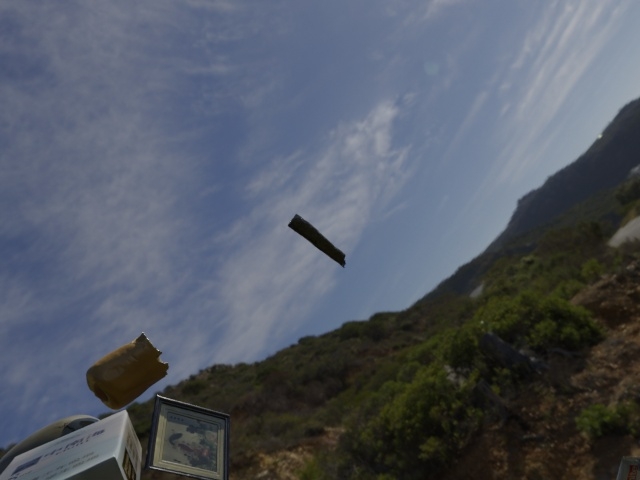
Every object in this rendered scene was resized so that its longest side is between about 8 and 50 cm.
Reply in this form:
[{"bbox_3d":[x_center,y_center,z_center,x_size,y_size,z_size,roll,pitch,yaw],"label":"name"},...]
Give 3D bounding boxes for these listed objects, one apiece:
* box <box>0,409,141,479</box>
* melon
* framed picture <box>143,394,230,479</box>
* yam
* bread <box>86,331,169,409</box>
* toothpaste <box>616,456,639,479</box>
[{"bbox_3d":[-0.290,0.277,0.639,0.155,0.067,0.243,-19,0,-17],"label":"box"},{"bbox_3d":[-0.616,0.543,1.288,0.317,0.223,0.223,-33,-22,-18],"label":"melon"},{"bbox_3d":[-0.300,0.459,1.285,0.010,0.195,0.199,-55,25,26],"label":"framed picture"},{"bbox_3d":[0.000,0.000,1.004,0.027,0.129,0.033,-46,10,44],"label":"yam"},{"bbox_3d":[-0.479,0.329,1.384,0.085,0.134,0.173,-24,11,49],"label":"bread"},{"bbox_3d":[0.547,0.495,1.017,0.033,0.052,0.218,-138,57,-75],"label":"toothpaste"}]
